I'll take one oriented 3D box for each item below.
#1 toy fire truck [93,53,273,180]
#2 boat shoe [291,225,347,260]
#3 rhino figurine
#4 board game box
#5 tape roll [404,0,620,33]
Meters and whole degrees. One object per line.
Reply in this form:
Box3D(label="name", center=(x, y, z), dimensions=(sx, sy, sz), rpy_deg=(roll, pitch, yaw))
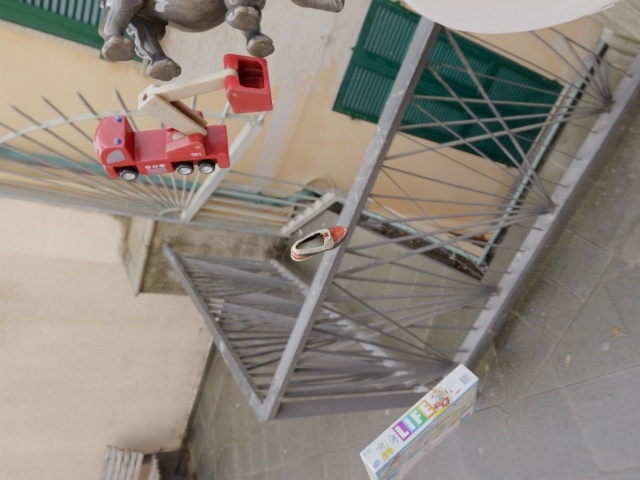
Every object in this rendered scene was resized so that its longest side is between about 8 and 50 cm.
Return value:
Box3D(label="toy fire truck", center=(-0.147, -0.123, 0.477), dimensions=(0.135, 0.192, 0.047), rpy_deg=(100, 162, -65))
Box3D(label="boat shoe", center=(0.000, 0.000, 0.955), dimensions=(0.049, 0.137, 0.043), rpy_deg=(58, 158, 21))
Box3D(label="rhino figurine", center=(-0.077, -0.225, 0.411), dimensions=(0.073, 0.243, 0.106), rpy_deg=(104, 148, -73))
Box3D(label="board game box", center=(0.118, 0.222, 0.532), dimensions=(0.026, 0.154, 0.103), rpy_deg=(42, 159, 38))
Box3D(label="tape roll", center=(0.157, -0.263, 0.267), dimensions=(0.286, 0.286, 0.100), rpy_deg=(-35, 58, 51))
